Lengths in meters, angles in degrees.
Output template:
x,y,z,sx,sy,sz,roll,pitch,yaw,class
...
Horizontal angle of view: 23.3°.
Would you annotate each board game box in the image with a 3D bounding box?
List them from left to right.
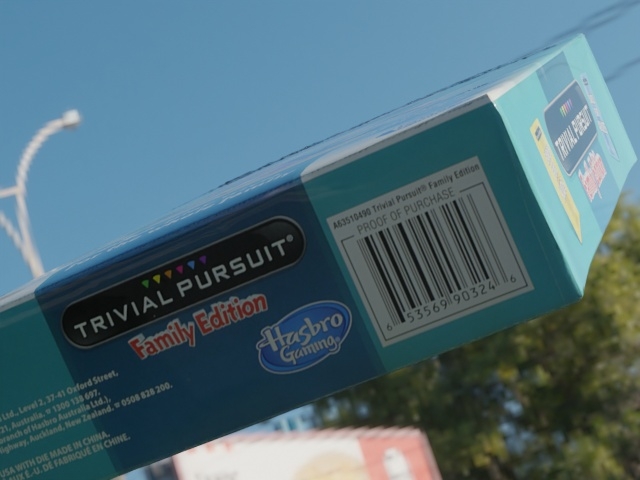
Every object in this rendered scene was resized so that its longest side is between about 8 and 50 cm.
x,y,z,sx,sy,sz,roll,pitch,yaw,class
0.000,0.000,0.697,0.254,0.079,0.336,-22,5,17,board game box
